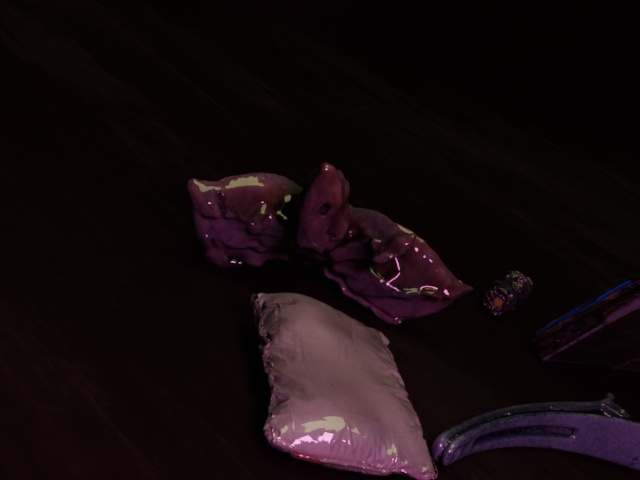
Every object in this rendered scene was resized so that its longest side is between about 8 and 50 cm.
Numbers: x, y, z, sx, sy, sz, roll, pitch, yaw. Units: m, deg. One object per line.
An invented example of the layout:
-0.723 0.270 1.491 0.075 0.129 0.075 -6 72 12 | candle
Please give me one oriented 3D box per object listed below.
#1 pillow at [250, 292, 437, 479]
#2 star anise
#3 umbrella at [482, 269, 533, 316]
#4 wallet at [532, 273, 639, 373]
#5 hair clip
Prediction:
0.011 0.105 0.909 0.128 0.051 0.229 18 19 -14 | pillow
-0.003 -0.002 1.117 0.198 0.110 0.257 7 -15 39 | star anise
0.218 0.058 1.380 0.037 0.040 0.144 21 13 18 | umbrella
0.389 0.097 1.304 0.317 0.169 0.044 11 58 -40 | wallet
0.178 0.164 1.003 0.275 0.048 0.083 4 27 -40 | hair clip
